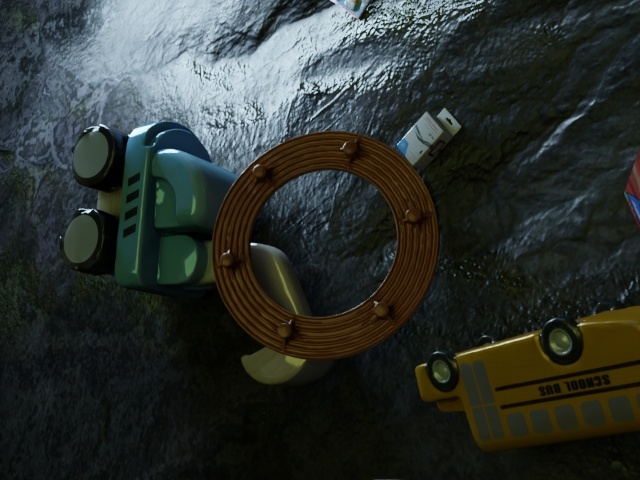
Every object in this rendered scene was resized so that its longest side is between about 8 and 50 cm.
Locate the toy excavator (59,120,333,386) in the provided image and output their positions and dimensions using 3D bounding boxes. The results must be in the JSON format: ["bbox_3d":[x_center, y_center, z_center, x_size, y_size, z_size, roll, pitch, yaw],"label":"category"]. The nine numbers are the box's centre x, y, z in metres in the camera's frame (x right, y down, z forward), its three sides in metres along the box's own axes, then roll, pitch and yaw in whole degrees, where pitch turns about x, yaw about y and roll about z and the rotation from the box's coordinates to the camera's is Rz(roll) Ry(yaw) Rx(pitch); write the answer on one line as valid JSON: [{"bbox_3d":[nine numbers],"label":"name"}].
[{"bbox_3d":[-0.181,0.009,1.375,0.445,0.222,0.433,-5,77,32],"label":"toy excavator"}]

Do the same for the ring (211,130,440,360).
[{"bbox_3d":[0.000,0.000,1.223,0.336,0.032,0.337,-4,74,15],"label":"ring"}]

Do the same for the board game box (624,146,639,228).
[{"bbox_3d":[0.389,0.035,0.893,0.027,0.145,0.281,-16,64,1],"label":"board game box"}]

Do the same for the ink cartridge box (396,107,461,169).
[{"bbox_3d":[0.153,-0.147,1.222,0.083,0.028,0.048,-49,52,20],"label":"ink cartridge box"}]

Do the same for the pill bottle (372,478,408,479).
[{"bbox_3d":[0.104,0.409,1.055,0.121,0.121,0.216,0,79,41],"label":"pill bottle"}]

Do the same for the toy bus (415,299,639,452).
[{"bbox_3d":[0.259,0.152,0.958,0.332,0.108,0.130,-27,77,49],"label":"toy bus"}]

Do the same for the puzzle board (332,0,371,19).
[{"bbox_3d":[0.050,-0.425,1.400,0.128,0.011,0.096,46,109,40],"label":"puzzle board"}]
